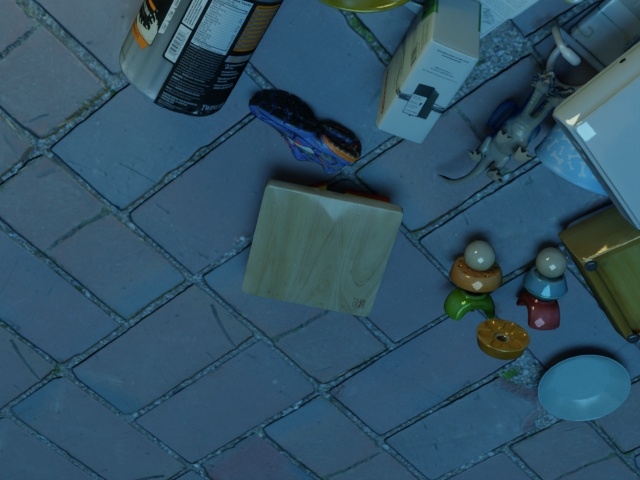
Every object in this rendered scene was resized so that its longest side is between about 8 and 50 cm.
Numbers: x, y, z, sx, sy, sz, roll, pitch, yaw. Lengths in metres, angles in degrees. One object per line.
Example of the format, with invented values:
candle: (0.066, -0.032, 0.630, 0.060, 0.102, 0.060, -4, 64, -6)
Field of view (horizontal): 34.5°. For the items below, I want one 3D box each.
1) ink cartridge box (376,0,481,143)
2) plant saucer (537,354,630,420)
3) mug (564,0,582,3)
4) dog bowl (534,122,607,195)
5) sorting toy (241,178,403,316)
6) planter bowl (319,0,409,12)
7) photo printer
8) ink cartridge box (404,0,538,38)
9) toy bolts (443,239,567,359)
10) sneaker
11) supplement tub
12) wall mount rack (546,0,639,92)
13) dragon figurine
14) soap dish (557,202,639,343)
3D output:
ink cartridge box: (0.176, -0.284, 1.685, 0.087, 0.153, 0.208, 20, 138, -12)
plant saucer: (0.559, 0.304, 2.197, 0.195, 0.037, 0.194, 1, 127, 1)
mug: (0.401, -0.408, 1.665, 0.062, 0.064, 0.078, 33, 121, -21)
dog bowl: (0.513, -0.140, 1.775, 0.297, 0.166, 0.074, 8, 120, -26)
sorting toy: (0.000, 0.000, 1.960, 0.256, 0.089, 0.257, 12, 126, -6)
planter bowl: (0.067, -0.454, 1.565, 0.217, 0.090, 0.217, 2, 149, 1)
photo printer: (0.551, -0.198, 1.601, 0.307, 0.107, 0.256, -38, 116, 6)
ink cartridge box: (0.217, -0.451, 1.646, 0.275, 0.060, 0.239, 34, 145, -21)
toy bolts: (0.377, 0.099, 1.966, 0.229, 0.218, 0.158, -4, 123, -17)
sneaker: (-0.037, -0.185, 1.835, 0.221, 0.083, 0.087, 32, 129, -16)
supplement tub: (-0.175, -0.369, 1.632, 0.194, 0.193, 0.316, 25, 122, -16)
wall mount rack: (0.559, -0.313, 1.691, 0.304, 0.130, 0.350, 34, 121, -24)
dragon figurine: (0.329, -0.184, 1.803, 0.085, 0.144, 0.289, 39, 145, -4)
soap dish: (0.618, 0.052, 1.961, 0.229, 0.118, 0.291, -26, 122, 19)
